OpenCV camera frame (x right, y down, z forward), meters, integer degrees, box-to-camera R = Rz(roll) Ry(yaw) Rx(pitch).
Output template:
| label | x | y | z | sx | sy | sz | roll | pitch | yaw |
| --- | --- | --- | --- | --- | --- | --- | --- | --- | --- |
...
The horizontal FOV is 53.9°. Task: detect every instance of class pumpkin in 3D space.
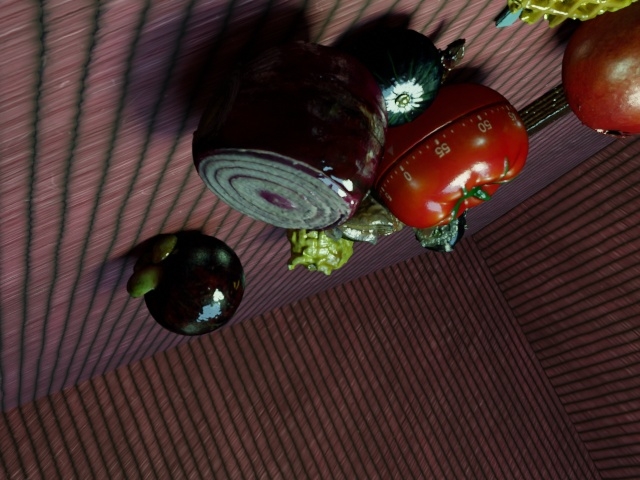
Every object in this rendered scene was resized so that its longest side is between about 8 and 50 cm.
| label | x | y | z | sx | sy | sz | roll | pitch | yaw |
| --- | --- | --- | --- | --- | --- | --- | --- | --- | --- |
| pumpkin | 0.121 | -0.287 | 1.120 | 0.194 | 0.150 | 0.194 | -31 | 161 | -12 |

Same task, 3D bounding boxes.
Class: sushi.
| label | x | y | z | sx | sy | sz | roll | pitch | yaw |
| --- | --- | --- | --- | --- | --- | --- | --- | --- | --- |
| sushi | 0.510 | -0.071 | 2.655 | 0.238 | 0.225 | 0.219 | 5 | -173 | 19 |

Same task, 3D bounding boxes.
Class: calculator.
| label | x | y | z | sx | sy | sz | roll | pitch | yaw |
| --- | --- | --- | --- | --- | --- | --- | --- | --- | --- |
| calculator | 0.406 | -0.473 | 1.215 | 0.057 | 0.018 | 0.172 | -17 | 165 | -31 |

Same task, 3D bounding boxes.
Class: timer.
| label | x | y | z | sx | sy | sz | roll | pitch | yaw |
| --- | --- | --- | --- | --- | --- | --- | --- | --- | --- |
| timer | 0.302 | -0.206 | 1.515 | 0.378 | 0.279 | 0.378 | -27 | 166 | -7 |

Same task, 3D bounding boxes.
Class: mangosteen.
| label | x | y | z | sx | sy | sz | roll | pitch | yaw |
| --- | --- | --- | --- | --- | --- | --- | --- | --- | --- |
| mangosteen | -0.338 | 0.107 | 1.624 | 0.288 | 0.288 | 0.288 | -24 | 168 | -6 |

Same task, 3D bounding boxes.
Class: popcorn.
| label | x | y | z | sx | sy | sz | roll | pitch | yaw |
| --- | --- | --- | --- | --- | --- | --- | --- | --- | --- |
| popcorn | -0.004 | 0.011 | 1.924 | 0.181 | 0.216 | 0.235 | 6 | 157 | 35 |

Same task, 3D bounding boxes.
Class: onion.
| label | x | y | z | sx | sy | sz | roll | pitch | yaw |
| --- | --- | --- | --- | --- | --- | --- | --- | --- | --- |
| onion | -0.046 | -0.178 | 1.005 | 0.282 | 0.260 | 0.337 | 20 | 162 | -16 |

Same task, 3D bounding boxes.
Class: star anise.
| label | x | y | z | sx | sy | sz | roll | pitch | yaw |
| --- | --- | --- | --- | --- | --- | --- | --- | --- | --- |
| star anise | 0.027 | -0.097 | 1.548 | 0.117 | 0.332 | 0.331 | -61 | -176 | -26 |
| star anise | 0.213 | -0.314 | 1.244 | 0.157 | 0.053 | 0.212 | -58 | -167 | 2 |

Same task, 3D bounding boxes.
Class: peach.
| label | x | y | z | sx | sy | sz | roll | pitch | yaw |
| --- | --- | --- | --- | --- | --- | --- | --- | --- | --- |
| peach | 0.735 | -0.401 | 1.426 | 0.370 | 0.370 | 0.370 | -24 | 168 | -6 |

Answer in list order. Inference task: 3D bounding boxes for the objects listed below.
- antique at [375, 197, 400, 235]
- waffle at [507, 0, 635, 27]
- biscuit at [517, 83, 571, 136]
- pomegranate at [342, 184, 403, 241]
| label | x | y | z | sx | sy | sz | roll | pitch | yaw |
| --- | --- | --- | --- | --- | --- | --- | --- | --- | --- |
| antique | 0.164 | -0.062 | 1.644 | 0.104 | 0.104 | 0.104 | -24 | 168 | -6 |
| waffle | 0.468 | -0.474 | 1.058 | 0.307 | 0.060 | 0.312 | -8 | 159 | 15 |
| biscuit | 0.740 | -0.429 | 1.943 | 0.388 | 0.073 | 0.107 | -32 | 167 | 31 |
| pomegranate | 0.139 | -0.086 | 1.799 | 0.248 | 0.214 | 0.214 | 21 | 143 | -25 |
